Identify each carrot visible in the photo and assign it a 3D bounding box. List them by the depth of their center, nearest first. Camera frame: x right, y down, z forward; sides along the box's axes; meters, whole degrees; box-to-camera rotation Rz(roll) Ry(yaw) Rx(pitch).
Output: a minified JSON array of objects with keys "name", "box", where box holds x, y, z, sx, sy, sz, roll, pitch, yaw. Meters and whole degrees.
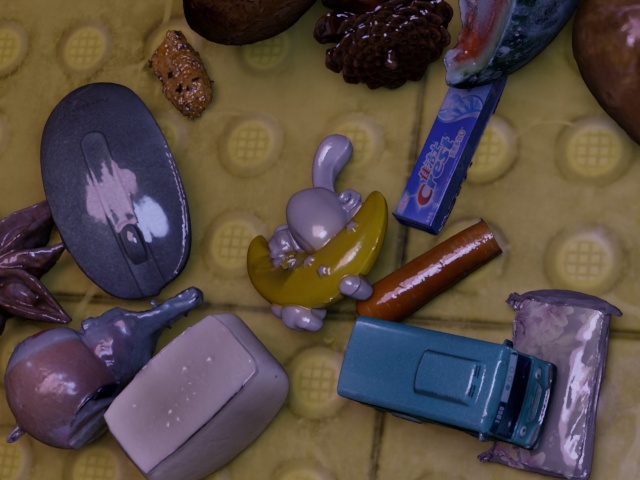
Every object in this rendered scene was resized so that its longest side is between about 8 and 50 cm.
[{"name":"carrot","box":[0.144,0.052,1.806,0.225,0.067,0.067,-34,66,4]}]

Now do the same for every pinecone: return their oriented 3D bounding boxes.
[{"name":"pinecone","box":[0.085,-0.323,1.883,0.208,0.208,0.207,-6,71,17]}]

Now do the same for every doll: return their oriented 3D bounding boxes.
[{"name":"doll","box":[0.000,0.000,1.843,0.237,0.111,0.252,-48,41,17]}]

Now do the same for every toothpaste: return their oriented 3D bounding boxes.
[{"name":"toothpaste","box":[0.189,-0.143,1.860,0.066,0.053,0.272,20,81,24]}]

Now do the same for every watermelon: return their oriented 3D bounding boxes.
[{"name":"watermelon","box":[0.249,-0.375,1.764,0.214,0.289,0.320,39,80,18]}]

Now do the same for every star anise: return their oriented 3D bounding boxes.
[{"name":"star anise","box":[-0.510,0.074,2.005,0.292,0.109,0.349,-23,56,18]}]

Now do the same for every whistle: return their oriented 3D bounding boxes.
[{"name":"whistle","box":[-0.323,0.164,1.881,0.348,0.189,0.189,-40,65,-9]}]

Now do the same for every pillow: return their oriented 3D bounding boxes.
[{"name":"pillow","box":[0.303,0.188,1.712,0.169,0.059,0.255,6,76,31]}]

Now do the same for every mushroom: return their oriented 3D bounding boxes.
[{"name":"mushroom","box":[-0.069,-0.419,1.894,0.239,0.345,0.345,33,86,14]}]

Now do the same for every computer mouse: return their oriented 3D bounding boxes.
[{"name":"computer mouse","box":[-0.317,-0.090,1.970,0.203,0.114,0.373,-24,66,-3]}]

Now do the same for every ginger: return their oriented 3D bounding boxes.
[{"name":"ginger","box":[0.435,-0.246,1.727,0.223,0.200,0.269,18,79,21]}]

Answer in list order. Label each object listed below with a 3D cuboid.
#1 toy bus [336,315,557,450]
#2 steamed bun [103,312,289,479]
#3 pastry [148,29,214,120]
[{"name":"toy bus","box":[0.160,0.181,1.689,0.256,0.147,0.128,9,80,40]},{"name":"steamed bun","box":[-0.163,0.225,1.802,0.242,0.164,0.146,-44,63,3]},{"name":"pastry","box":[-0.216,-0.260,2.035,0.080,0.056,0.140,-43,67,15]}]
